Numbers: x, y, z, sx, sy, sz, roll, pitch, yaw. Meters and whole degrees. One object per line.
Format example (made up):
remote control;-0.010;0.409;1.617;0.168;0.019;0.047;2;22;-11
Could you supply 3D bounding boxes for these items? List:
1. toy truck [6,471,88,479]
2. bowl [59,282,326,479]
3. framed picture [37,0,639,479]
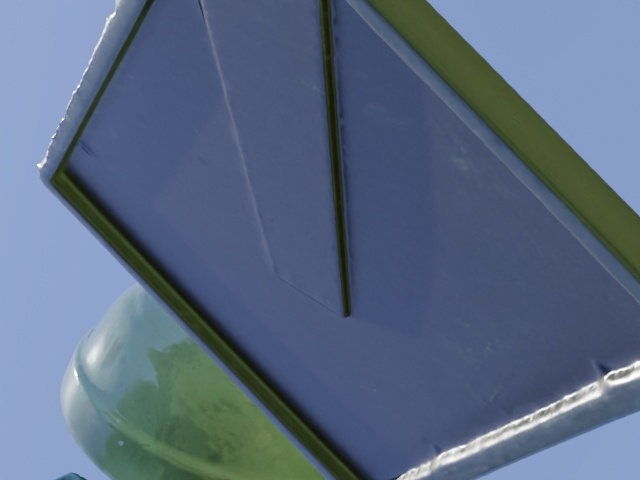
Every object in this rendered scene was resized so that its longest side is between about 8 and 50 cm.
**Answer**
toy truck;-0.195;0.276;1.320;0.156;0.155;0.279;-47;-46;-4
bowl;-0.077;0.127;1.609;0.307;0.307;0.163;-2;-58;-46
framed picture;0.000;0.000;0.604;0.213;0.289;0.016;46;-116;0
